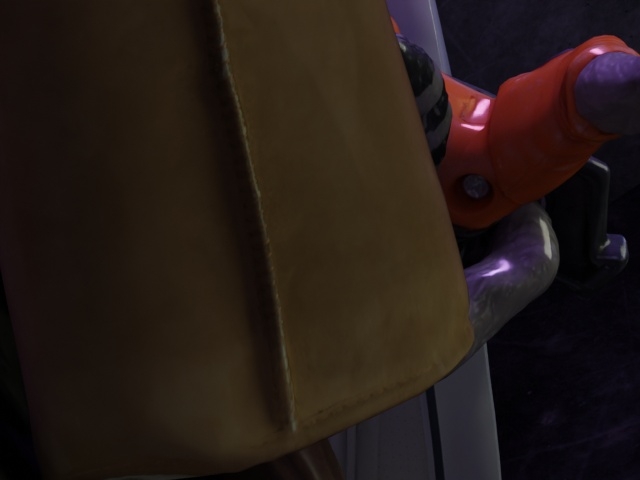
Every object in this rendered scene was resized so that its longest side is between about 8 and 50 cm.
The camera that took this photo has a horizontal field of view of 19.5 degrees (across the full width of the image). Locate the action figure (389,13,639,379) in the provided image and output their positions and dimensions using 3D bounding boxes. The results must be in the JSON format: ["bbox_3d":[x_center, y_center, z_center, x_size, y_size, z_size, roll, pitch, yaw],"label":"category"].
[{"bbox_3d":[-0.021,-0.040,0.757,0.330,0.341,0.178,109,-1,-52],"label":"action figure"}]

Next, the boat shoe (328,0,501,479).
[{"bbox_3d":[0.000,-0.001,0.962,0.136,0.156,0.367,-88,171,-71],"label":"boat shoe"}]

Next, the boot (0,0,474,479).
[{"bbox_3d":[-0.075,-0.064,0.422,0.089,0.236,0.269,18,-57,56],"label":"boot"}]

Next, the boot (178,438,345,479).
[{"bbox_3d":[-0.042,0.021,0.617,0.207,0.090,0.248,55,-3,-8],"label":"boot"}]
